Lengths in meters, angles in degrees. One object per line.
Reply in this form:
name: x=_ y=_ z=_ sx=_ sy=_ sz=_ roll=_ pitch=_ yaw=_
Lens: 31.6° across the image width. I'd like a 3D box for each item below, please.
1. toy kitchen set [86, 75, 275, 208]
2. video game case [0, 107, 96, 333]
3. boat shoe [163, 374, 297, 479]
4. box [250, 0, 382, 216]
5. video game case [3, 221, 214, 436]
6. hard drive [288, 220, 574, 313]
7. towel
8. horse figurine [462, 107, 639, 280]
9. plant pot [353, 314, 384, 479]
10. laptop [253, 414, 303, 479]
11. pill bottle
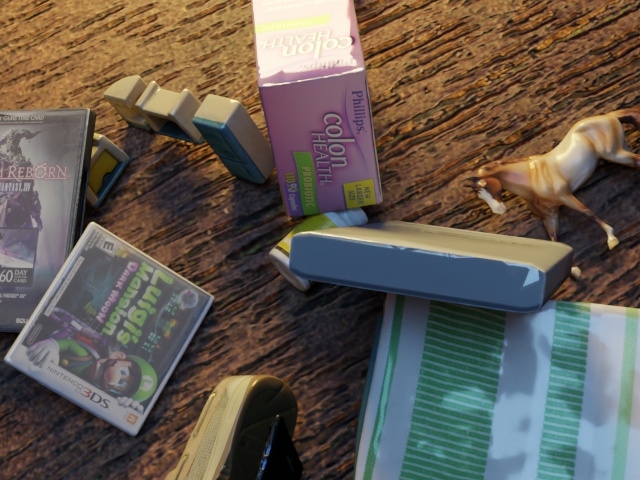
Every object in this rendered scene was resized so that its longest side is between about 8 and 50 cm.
toy kitchen set: x=-0.192 y=-0.092 z=1.400 sx=0.207 sy=0.122 sz=0.166 roll=18 pitch=68 yaw=34
video game case: x=-0.377 y=-0.025 z=1.366 sx=0.196 sy=0.026 sz=0.274 roll=1 pitch=80 yaw=19
boat shoe: x=-0.123 y=0.286 z=1.225 sx=0.098 sy=0.109 sz=0.302 roll=-3 pitch=59 yaw=48
box: x=-0.008 y=-0.191 z=1.324 sx=0.117 sy=0.213 sz=0.243 roll=-9 pitch=50 yaw=1
video game case: x=-0.241 y=0.102 z=1.308 sx=0.173 sy=0.022 sz=0.190 roll=33 pitch=70 yaw=-13
hard drive: x=0.132 y=0.019 z=1.172 sx=0.233 sy=0.353 sz=0.047 roll=8 pitch=95 yaw=16
towel: x=0.207 y=0.168 z=1.091 sx=0.325 sy=0.038 sz=0.247 roll=7 pitch=68 yaw=8
horse figurine: x=0.324 y=-0.079 z=1.355 sx=0.263 sy=0.066 sz=0.174 roll=-38 pitch=74 yaw=-8
plant pot: x=0.118 y=0.226 z=1.192 sx=0.166 sy=0.165 sz=0.234 roll=11 pitch=72 yaw=10
laptop: x=-0.009 y=0.338 z=1.110 sx=0.137 sy=0.234 sz=0.264 roll=13 pitch=68 yaw=10
pill bottle: x=0.000 y=0.000 z=1.349 sx=0.065 sy=0.065 sz=0.116 roll=41 pitch=76 yaw=20
